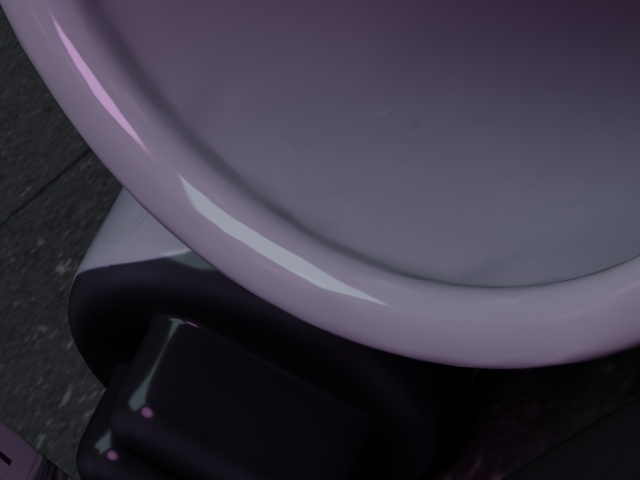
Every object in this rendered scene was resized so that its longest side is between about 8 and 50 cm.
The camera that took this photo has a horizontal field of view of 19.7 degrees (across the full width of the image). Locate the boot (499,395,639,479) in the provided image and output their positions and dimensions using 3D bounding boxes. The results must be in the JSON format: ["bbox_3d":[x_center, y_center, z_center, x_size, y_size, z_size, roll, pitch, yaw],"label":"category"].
[{"bbox_3d":[0.084,0.144,0.369,0.445,0.146,0.367,-32,14,-5],"label":"boot"}]

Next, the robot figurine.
[{"bbox_3d":[0.003,0.000,0.794,0.209,0.173,0.278,0,51,36],"label":"robot figurine"}]

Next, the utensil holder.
[{"bbox_3d":[0.122,-0.181,0.603,0.327,0.328,0.385,-8,16,46],"label":"utensil holder"}]

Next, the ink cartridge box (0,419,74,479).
[{"bbox_3d":[-0.143,0.166,0.710,0.092,0.219,0.160,-22,37,34],"label":"ink cartridge box"}]
